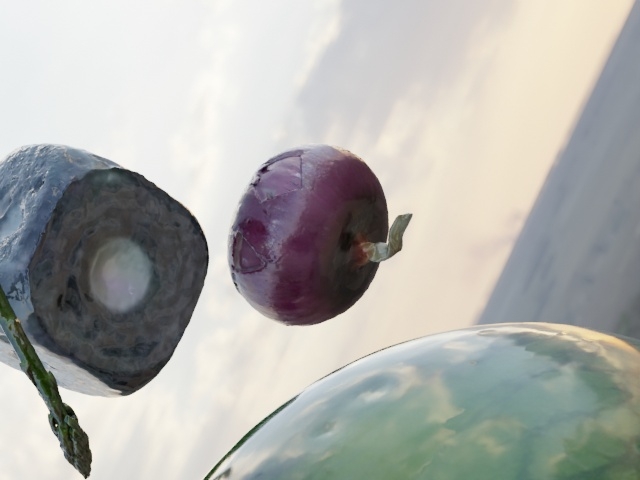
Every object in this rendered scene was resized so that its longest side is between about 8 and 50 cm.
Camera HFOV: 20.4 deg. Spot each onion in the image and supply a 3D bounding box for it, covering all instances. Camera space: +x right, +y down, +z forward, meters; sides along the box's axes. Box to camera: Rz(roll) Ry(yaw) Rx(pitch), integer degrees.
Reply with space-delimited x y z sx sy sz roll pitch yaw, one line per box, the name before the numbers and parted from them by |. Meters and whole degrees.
onion | -0.009 -0.003 1.683 0.177 0.153 0.177 -41 -16 -15

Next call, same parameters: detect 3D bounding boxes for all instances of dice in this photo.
dice | -0.223 0.028 1.584 0.183 0.182 0.181 -2 59 53

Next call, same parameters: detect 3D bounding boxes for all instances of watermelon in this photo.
watermelon | 0.083 0.201 0.780 0.363 0.363 0.363 25 -90 -84

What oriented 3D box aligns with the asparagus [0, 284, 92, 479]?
asparagus | -0.196 0.051 1.116 0.022 0.232 0.023 -30 14 -17
